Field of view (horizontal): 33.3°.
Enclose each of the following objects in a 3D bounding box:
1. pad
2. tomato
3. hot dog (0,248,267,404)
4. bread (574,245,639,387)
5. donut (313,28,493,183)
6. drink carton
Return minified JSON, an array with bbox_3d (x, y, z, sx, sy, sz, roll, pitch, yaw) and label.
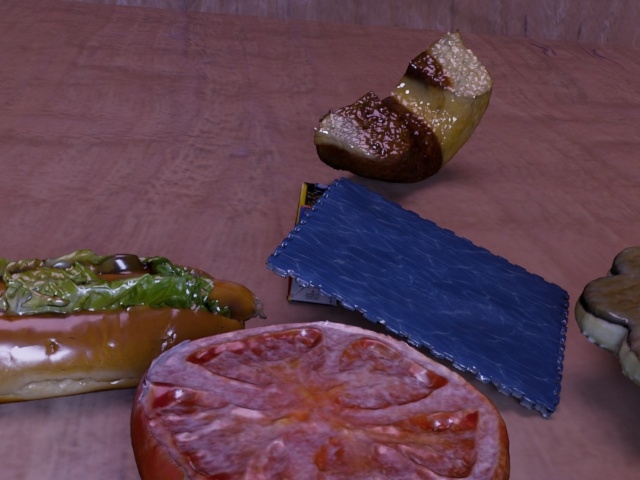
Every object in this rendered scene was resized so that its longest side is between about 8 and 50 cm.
[{"bbox_3d":[0.102,0.037,0.971,0.269,0.012,0.269,27,24,3],"label":"pad"},{"bbox_3d":[-0.005,0.143,0.666,0.236,0.095,0.237,6,25,-3],"label":"tomato"},{"bbox_3d":[-0.208,0.059,0.822,0.337,0.100,0.135,-3,22,-21],"label":"hot dog"},{"bbox_3d":[0.330,0.064,0.895,0.286,0.056,0.207,-9,26,-30],"label":"bread"},{"bbox_3d":[0.113,-0.136,1.385,0.112,0.151,0.295,36,52,25],"label":"donut"},{"bbox_3d":[0.000,0.000,1.071,0.056,0.071,0.166,9,22,-1],"label":"drink carton"}]
